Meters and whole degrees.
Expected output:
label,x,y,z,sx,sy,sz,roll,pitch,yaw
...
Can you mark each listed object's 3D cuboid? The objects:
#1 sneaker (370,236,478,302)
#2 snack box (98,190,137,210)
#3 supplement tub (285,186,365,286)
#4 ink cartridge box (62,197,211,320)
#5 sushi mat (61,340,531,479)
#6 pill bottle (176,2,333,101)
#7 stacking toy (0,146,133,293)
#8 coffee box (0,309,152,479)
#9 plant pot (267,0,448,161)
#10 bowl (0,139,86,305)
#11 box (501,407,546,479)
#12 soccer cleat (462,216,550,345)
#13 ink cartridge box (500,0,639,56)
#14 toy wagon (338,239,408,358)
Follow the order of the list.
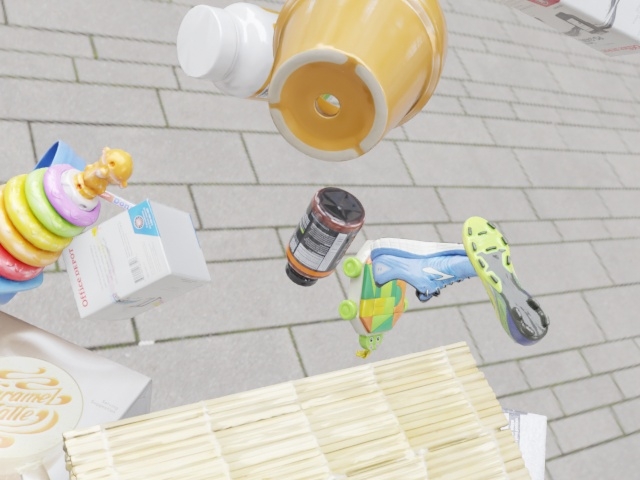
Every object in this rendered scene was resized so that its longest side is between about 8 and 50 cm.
label,x,y,z,sx,sy,sz,roll,pitch,yaw
sneaker,0.281,0.079,1.660,0.330,0.130,0.147,3,84,10
snack box,-0.456,-0.079,1.707,0.178,0.022,0.064,26,0,7
supplement tub,0.000,0.000,1.306,0.106,0.198,0.106,16,43,-16
ink cartridge box,-0.390,0.049,1.480,0.168,0.233,0.171,22,45,-68
sushi mat,0.004,0.165,0.470,0.317,0.019,0.151,-7,62,-27
pill bottle,-0.087,-0.279,1.054,0.246,0.136,0.136,-4,58,-47
stacking toy,-0.405,-0.056,1.065,0.175,0.302,0.166,63,15,6
coffee box,-0.273,0.132,0.528,0.247,0.098,0.141,22,37,10
plant pot,0.029,-0.189,0.780,0.205,0.205,0.188,33,39,-7
bowl,-0.639,-0.035,1.530,0.077,0.391,0.391,32,43,-27
box,0.180,0.334,0.878,0.163,0.142,0.247,12,71,-6
soccer cleat,0.366,0.089,1.453,0.093,0.121,0.289,-23,76,-18
ink cartridge box,0.283,-0.255,0.737,0.151,0.063,0.109,24,9,-7
toy wagon,0.161,0.171,1.986,0.267,0.068,0.344,0,98,-48
